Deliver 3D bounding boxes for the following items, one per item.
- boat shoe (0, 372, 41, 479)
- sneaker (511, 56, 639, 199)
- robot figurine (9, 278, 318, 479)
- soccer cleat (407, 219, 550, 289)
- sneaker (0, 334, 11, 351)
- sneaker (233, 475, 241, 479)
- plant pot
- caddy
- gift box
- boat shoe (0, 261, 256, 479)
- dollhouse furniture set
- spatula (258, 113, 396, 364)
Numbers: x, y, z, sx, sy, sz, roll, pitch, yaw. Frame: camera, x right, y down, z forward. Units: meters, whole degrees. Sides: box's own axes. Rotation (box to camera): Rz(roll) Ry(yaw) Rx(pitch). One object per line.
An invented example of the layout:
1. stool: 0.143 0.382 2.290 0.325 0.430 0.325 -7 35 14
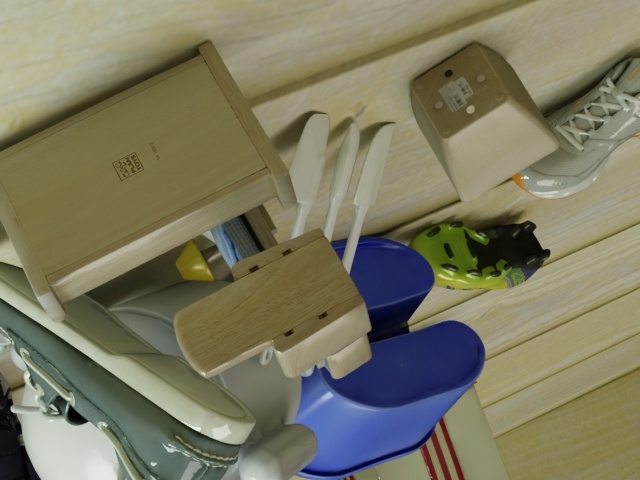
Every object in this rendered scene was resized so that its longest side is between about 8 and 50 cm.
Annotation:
1. boat shoe: -0.360 0.271 1.605 0.127 0.158 0.340 -23 162 -18
2. sneaker: 0.314 -0.145 1.631 0.262 0.099 0.121 -31 157 -20
3. robot figurine: -0.148 0.150 1.414 0.353 0.299 0.200 -23 132 -66
4. soccer cleat: 0.189 0.034 1.917 0.121 0.093 0.289 -36 162 32
5. sneaker: -0.306 0.081 1.356 0.069 0.038 0.098 -12 155 -46
6. sneaker: -0.154 0.218 1.626 0.123 0.290 0.106 -32 147 -48
7. plant pot: 0.145 -0.120 1.400 0.109 0.109 0.096 -31 151 8
8. caddy: 0.022 0.141 1.709 0.341 0.241 0.179 -10 150 -46
9. gift box: 0.102 0.321 2.339 0.255 0.258 0.276 -20 180 -34
10. boat shoe: -0.193 0.103 1.148 0.116 0.319 0.099 15 102 -59
11. dollhouse furniture set: -0.098 0.051 1.179 0.198 0.286 0.303 -27 151 -6
12. spatula: 0.000 0.000 1.412 0.168 0.019 0.242 -4 112 -63
